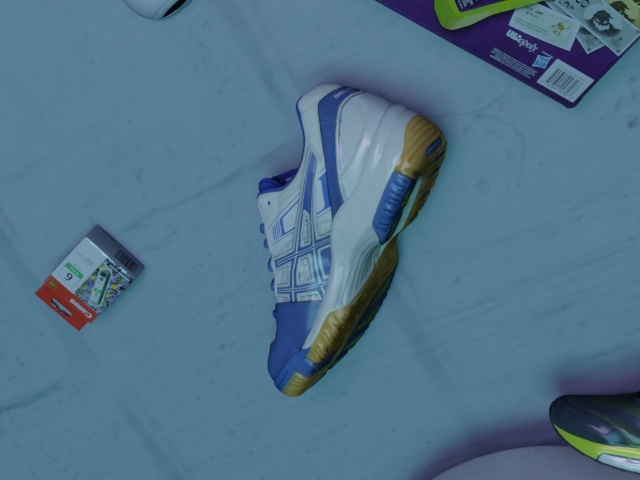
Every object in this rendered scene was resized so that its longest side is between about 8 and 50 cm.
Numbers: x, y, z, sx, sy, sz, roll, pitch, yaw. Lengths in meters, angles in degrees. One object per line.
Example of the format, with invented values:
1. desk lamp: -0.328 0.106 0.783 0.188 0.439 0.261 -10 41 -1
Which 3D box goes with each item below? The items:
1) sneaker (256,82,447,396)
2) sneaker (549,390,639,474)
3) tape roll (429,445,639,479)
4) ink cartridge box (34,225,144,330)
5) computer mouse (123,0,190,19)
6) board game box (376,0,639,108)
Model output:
1. sneaker: 0.000 0.000 0.843 0.131 0.112 0.296 31 119 16
2. sneaker: 0.347 0.123 0.827 0.299 0.111 0.121 -10 97 16
3. tape roll: 0.248 0.362 0.946 0.392 0.072 0.392 7 126 10
4. ink cartridge box: -0.233 0.045 0.943 0.063 0.029 0.115 43 117 -11
5. computer mouse: -0.097 -0.245 0.759 0.106 0.042 0.193 43 117 -11
6. board game box: 0.099 -0.244 0.645 0.346 0.056 0.208 25 136 -18
